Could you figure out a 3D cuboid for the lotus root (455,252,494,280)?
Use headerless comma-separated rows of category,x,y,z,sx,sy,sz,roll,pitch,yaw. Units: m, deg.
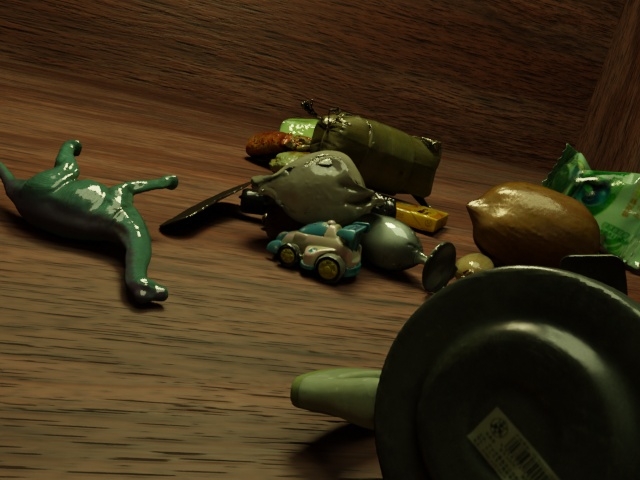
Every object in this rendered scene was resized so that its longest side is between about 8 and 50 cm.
lotus root,0.291,0.057,1.182,0.073,0.062,0.150,18,15,18

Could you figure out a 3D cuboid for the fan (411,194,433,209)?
fan,0.287,-0.110,1.750,0.175,0.005,0.113,49,-2,36

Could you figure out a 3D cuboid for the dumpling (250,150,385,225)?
dumpling,-0.004,-0.099,1.158,0.246,0.142,0.172,12,8,-3

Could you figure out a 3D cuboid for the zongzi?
zongzi,0.050,-0.260,1.658,0.446,0.182,0.418,14,11,-33

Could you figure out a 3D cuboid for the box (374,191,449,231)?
box,0.181,-0.083,1.593,0.269,0.044,0.152,20,16,20

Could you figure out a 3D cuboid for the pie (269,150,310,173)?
pie,-0.027,-0.202,1.748,0.201,0.090,0.247,23,15,39

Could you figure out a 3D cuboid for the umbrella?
umbrella,-0.006,-0.064,1.277,0.325,0.094,0.090,3,1,-1

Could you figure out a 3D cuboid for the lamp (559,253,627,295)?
lamp,0.419,0.105,1.099,0.203,0.125,0.283,-1,10,32

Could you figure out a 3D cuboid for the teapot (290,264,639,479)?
teapot,0.168,0.173,0.539,0.239,0.321,0.240,18,47,-51

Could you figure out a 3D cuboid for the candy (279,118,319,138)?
candy,0.028,-0.318,2.096,0.343,0.142,0.132,13,24,3

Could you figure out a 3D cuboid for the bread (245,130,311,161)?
bread,-0.121,-0.284,1.848,0.139,0.095,0.268,-5,0,-36

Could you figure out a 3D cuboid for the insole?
insole,-0.218,-0.074,1.215,0.111,0.007,0.328,-19,11,19

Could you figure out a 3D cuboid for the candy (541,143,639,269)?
candy,0.788,-0.094,1.739,0.171,0.263,0.398,18,11,-32

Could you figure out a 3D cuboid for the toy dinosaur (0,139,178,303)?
toy dinosaur,-0.377,-0.031,0.911,0.383,0.130,0.331,11,25,-4

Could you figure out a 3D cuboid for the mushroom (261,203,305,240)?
mushroom,-0.076,-0.036,1.190,0.129,0.073,0.088,20,57,41

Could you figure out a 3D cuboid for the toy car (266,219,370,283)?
toy car,0.000,0.000,1.075,0.161,0.098,0.126,21,16,18

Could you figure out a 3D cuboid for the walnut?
walnut,0.447,-0.027,1.332,0.297,0.203,0.203,25,16,-4

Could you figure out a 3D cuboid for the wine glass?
wine glass,0.138,0.011,1.150,0.103,0.103,0.222,-4,24,-46
